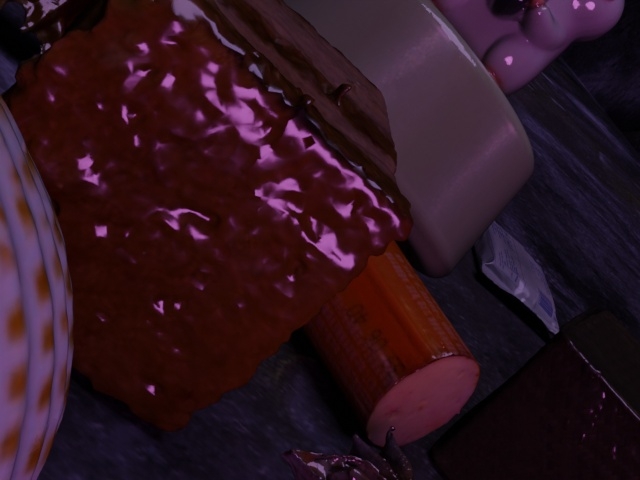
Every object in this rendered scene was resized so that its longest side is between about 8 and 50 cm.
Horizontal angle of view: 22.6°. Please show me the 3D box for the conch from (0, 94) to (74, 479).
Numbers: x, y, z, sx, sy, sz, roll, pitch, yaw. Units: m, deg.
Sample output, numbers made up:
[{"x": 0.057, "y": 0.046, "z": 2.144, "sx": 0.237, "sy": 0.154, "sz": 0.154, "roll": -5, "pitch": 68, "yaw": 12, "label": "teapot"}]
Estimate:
[{"x": -0.213, "y": -0.009, "z": 0.449, "sx": 0.303, "sy": 0.215, "sz": 0.319, "roll": 52, "pitch": -15, "yaw": 0, "label": "conch"}]

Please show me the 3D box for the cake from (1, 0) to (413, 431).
[{"x": -0.078, "y": -0.063, "z": 0.914, "sx": 0.198, "sy": 0.196, "sz": 0.293, "roll": 40, "pitch": 19, "yaw": -15, "label": "cake"}]

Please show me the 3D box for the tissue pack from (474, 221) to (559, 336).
[{"x": 0.205, "y": 0.028, "z": 1.701, "sx": 0.122, "sy": 0.026, "sz": 0.193, "roll": 42, "pitch": 17, "yaw": -17, "label": "tissue pack"}]

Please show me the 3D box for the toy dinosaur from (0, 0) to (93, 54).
[{"x": -0.142, "y": -0.170, "z": 1.092, "sx": 0.206, "sy": 0.113, "sz": 0.327, "roll": -14, "pitch": 88, "yaw": -55, "label": "toy dinosaur"}]

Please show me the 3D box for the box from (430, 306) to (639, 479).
[{"x": 0.234, "y": 0.197, "z": 1.177, "sx": 0.273, "sy": 0.143, "sz": 0.184, "roll": 49, "pitch": 17, "yaw": 10, "label": "box"}]

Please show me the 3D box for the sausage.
[{"x": 0.000, "y": 0.000, "z": 1.149, "sx": 0.093, "sy": 0.093, "sz": 0.312, "roll": 25, "pitch": 26, "yaw": -51, "label": "sausage"}]

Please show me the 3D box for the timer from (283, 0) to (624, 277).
[{"x": 0.120, "y": -0.172, "z": 1.328, "sx": 0.291, "sy": 0.315, "sz": 0.291, "roll": 50, "pitch": -2, "yaw": 2, "label": "timer"}]

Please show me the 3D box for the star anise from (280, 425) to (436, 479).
[{"x": 0.030, "y": 0.155, "z": 0.921, "sx": 0.129, "sy": 0.056, "sz": 0.124, "roll": 37, "pitch": 39, "yaw": -20, "label": "star anise"}]
